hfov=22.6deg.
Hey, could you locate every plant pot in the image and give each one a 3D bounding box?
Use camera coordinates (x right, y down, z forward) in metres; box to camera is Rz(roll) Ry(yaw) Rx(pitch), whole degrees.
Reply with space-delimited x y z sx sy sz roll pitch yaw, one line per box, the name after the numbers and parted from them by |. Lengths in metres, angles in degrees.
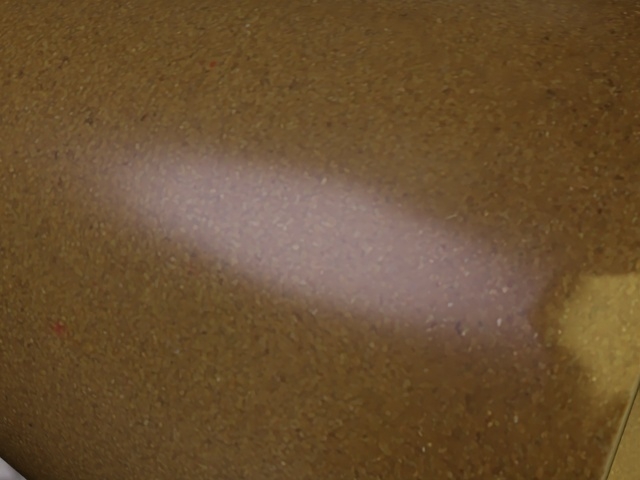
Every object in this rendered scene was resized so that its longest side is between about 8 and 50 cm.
-0.016 0.005 0.486 0.254 0.237 0.237 20 72 16 | plant pot
